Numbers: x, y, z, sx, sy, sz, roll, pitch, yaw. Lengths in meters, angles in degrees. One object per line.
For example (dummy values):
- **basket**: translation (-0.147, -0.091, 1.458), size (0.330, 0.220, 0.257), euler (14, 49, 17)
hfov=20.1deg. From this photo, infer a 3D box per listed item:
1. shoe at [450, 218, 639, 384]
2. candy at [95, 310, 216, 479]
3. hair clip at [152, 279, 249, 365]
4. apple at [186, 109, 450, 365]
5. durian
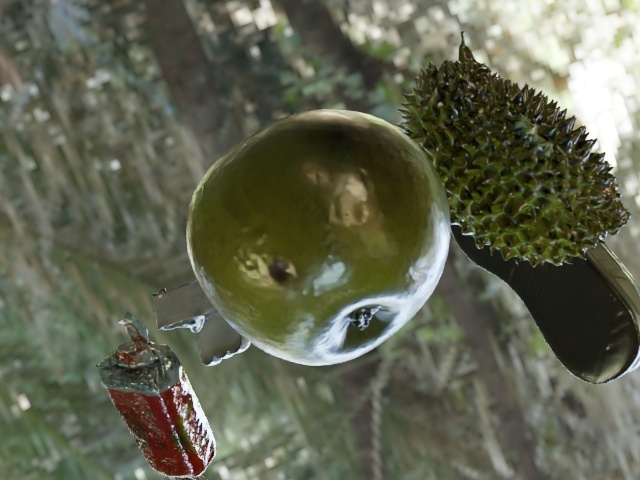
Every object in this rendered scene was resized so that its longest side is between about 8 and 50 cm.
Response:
- **shoe**: translation (0.213, 0.018, 1.651), size (0.098, 0.275, 0.103), euler (5, 133, -52)
- **candy**: translation (-0.166, 0.178, 1.875), size (0.086, 0.292, 0.059), euler (7, -133, 27)
- **hair clip**: translation (-0.098, 0.053, 1.921), size (0.054, 0.140, 0.220), euler (10, 156, -36)
- **apple**: translation (0.000, 0.000, 1.306), size (0.196, 0.196, 0.157), euler (-24, -116, -5)
- **durian**: translation (0.156, -0.075, 1.520), size (0.137, 0.221, 0.095), euler (-39, 165, -22)
